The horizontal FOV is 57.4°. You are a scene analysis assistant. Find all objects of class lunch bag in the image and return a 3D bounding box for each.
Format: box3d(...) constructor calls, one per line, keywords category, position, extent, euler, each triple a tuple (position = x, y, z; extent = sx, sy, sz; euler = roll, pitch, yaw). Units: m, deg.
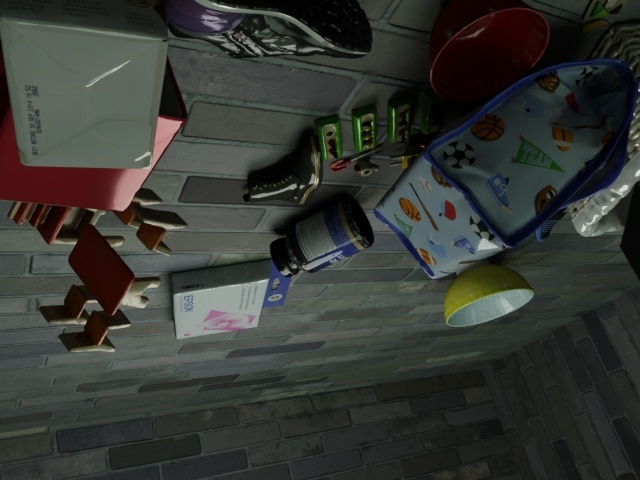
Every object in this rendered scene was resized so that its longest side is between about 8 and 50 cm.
box3d(category="lunch bag", position=(0.331, -0.129, 1.028), extent=(0.385, 0.239, 0.328), euler=(-40, 178, -17))

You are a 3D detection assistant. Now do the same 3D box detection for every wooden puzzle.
box3d(category="wooden puzzle", position=(0.471, -0.387, 0.952), extent=(0.078, 0.014, 0.116), euler=(-16, 154, 0))

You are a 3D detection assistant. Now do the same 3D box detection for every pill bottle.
box3d(category="pill bottle", position=(0.000, 0.000, 1.328), extent=(0.219, 0.123, 0.123), euler=(-26, 153, 19))

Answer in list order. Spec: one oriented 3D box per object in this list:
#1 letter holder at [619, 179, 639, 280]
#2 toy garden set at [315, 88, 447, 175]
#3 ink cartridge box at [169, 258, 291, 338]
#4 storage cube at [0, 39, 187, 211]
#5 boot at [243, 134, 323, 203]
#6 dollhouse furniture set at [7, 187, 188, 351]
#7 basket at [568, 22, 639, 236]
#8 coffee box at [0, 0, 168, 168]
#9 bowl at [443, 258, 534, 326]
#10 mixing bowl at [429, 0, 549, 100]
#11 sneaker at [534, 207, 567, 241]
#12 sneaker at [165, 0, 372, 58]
box3d(category="letter holder", position=(0.690, -0.021, 1.048), extent=(0.214, 0.152, 0.302), euler=(-23, 152, 12))
box3d(category="toy garden set", position=(0.122, -0.181, 1.120), extent=(0.244, 0.049, 0.204), euler=(-15, 154, -2))
box3d(category="ink cartridge box", position=(-0.233, 0.162, 1.582), extent=(0.330, 0.071, 0.324), euler=(-7, 152, -15))
box3d(category="storage cube", position=(-0.307, -0.168, 0.724), extent=(0.215, 0.184, 0.193), euler=(5, 143, -43))
box3d(category="boot", position=(-0.073, -0.122, 1.108), extent=(0.137, 0.077, 0.198), euler=(-4, 151, -12))
box3d(category="dollhouse furniture set", position=(-0.387, 0.014, 0.963), extent=(0.262, 0.259, 0.135), euler=(-57, 150, 12))
box3d(category="basket", position=(0.650, -0.212, 1.113), extent=(0.331, 0.266, 0.328), euler=(-10, 153, -14))
box3d(category="coffee box", position=(-0.216, -0.235, 0.540), extent=(0.119, 0.297, 0.168), euler=(-1, 151, -22))
box3d(category="bowl", position=(0.516, 0.152, 1.883), extent=(0.289, 0.156, 0.289), euler=(-13, 154, -7))
box3d(category="mixing bowl", position=(0.235, -0.307, 0.880), extent=(0.181, 0.098, 0.181), euler=(-14, 154, -7))
box3d(category="sneaker", position=(0.623, -0.066, 1.596), extent=(0.090, 0.081, 0.232), euler=(-16, 154, 16))
box3d(category="sneaker", position=(-0.068, -0.291, 0.770), extent=(0.283, 0.107, 0.124), euler=(7, 161, -32))
